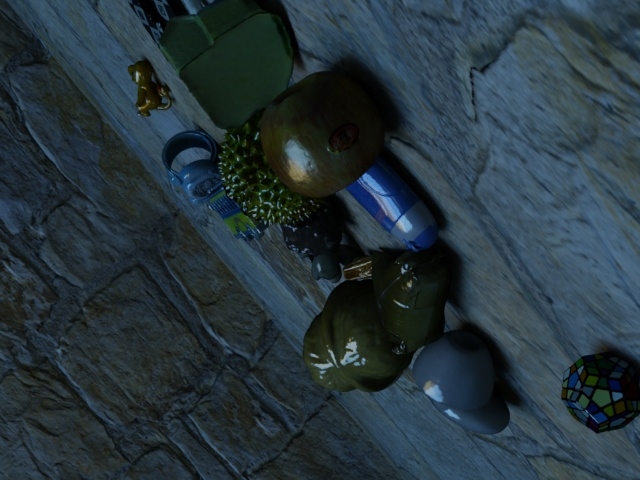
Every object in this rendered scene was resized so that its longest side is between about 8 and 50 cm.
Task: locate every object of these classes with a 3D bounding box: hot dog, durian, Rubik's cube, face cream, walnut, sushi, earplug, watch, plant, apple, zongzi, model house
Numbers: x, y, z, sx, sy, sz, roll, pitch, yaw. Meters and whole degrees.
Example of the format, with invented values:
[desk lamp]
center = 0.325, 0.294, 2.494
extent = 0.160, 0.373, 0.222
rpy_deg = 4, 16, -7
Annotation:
[hot dog]
center = 0.109, 0.063, 1.888
extent = 0.133, 0.041, 0.056
rpy_deg = -15, 95, 35
[durian]
center = -0.094, -0.166, 1.669
extent = 0.291, 0.224, 0.291
rpy_deg = 43, -157, -24
[Rubik's cube]
center = 0.462, 0.249, 1.287
extent = 0.111, 0.133, 0.133
rpy_deg = 22, 168, -9
[face cream]
center = 0.120, -0.087, 1.483
extent = 0.264, 0.083, 0.149
rpy_deg = 47, 166, 9
[walnut]
center = 0.103, 0.232, 1.906
extent = 0.282, 0.277, 0.253
rpy_deg = 3, 116, 31
[sushi]
center = -0.378, -0.552, 1.827
extent = 0.220, 0.047, 0.231
rpy_deg = 57, 160, -9
[earplug]
center = 0.329, 0.326, 1.783
extent = 0.214, 0.175, 0.325
rpy_deg = 40, 172, 40
[watch]
center = -0.374, -0.235, 2.370
extent = 0.193, 0.211, 0.211
rpy_deg = 59, 169, 22
[plant]
center = -0.002, -0.001, 1.917
extent = 0.146, 0.149, 0.275
rpy_deg = -4, 142, 24
[apple]
center = 0.002, -0.182, 1.342
extent = 0.188, 0.211, 0.211
rpy_deg = 52, 165, -17
[zongzi]
center = 0.168, 0.050, 1.661
extent = 0.274, 0.145, 0.300
rpy_deg = 91, 161, -49
[model house]
center = -0.174, -0.358, 1.469
extent = 0.189, 0.214, 0.195
rpy_deg = 53, -178, 38

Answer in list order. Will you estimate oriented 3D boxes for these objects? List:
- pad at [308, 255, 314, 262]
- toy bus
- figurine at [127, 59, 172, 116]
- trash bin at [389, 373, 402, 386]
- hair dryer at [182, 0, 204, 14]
[pad]
center = -0.069, -0.072, 2.010
extent = 0.160, 0.009, 0.265
rpy_deg = -88, -27, -51
[toy bus]
center = -0.200, -0.112, 2.196
extent = 0.190, 0.152, 0.312
rpy_deg = 50, 164, -9
[figurine]
center = -0.513, -0.462, 2.372
extent = 0.122, 0.121, 0.176
rpy_deg = 9, 136, 23
[trash bin]
center = 0.123, 0.343, 2.467
extent = 0.247, 0.121, 0.243
rpy_deg = 49, 165, -8
[hair dryer]
center = -0.228, -0.432, 1.626
extent = 0.236, 0.073, 0.131
rpy_deg = 63, -163, 10
